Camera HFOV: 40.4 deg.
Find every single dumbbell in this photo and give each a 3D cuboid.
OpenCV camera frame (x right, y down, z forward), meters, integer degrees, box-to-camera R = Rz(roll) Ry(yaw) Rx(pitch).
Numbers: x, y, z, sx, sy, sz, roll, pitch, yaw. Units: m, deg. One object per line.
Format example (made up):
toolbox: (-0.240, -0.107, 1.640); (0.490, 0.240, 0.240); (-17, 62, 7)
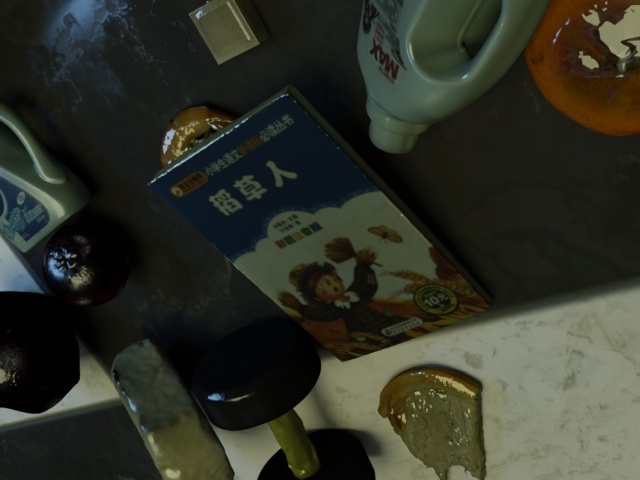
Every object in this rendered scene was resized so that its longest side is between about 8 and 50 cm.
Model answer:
dumbbell: (-0.055, 0.310, 1.425); (0.204, 0.203, 0.322); (-8, 118, 34)

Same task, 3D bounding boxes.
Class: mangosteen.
mangosteen: (-0.599, 0.215, 1.624); (0.288, 0.288, 0.233); (12, 105, 23)
mangosteen: (-0.394, 0.041, 1.484); (0.153, 0.152, 0.152); (16, 129, 20)

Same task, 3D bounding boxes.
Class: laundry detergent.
laundry detergent: (-0.527, -0.130, 1.451); (0.215, 0.105, 0.280); (-28, 103, 43)
laundry detergent: (0.125, -0.243, 0.930); (0.264, 0.125, 0.397); (58, 152, 33)

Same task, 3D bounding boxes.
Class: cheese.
cheese: (-0.258, 0.314, 1.504); (0.317, 0.115, 0.326); (61, 164, 7)

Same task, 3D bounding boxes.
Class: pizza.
pizza: (0.185, 0.306, 1.397); (0.181, 0.034, 0.262); (1, 123, 29)

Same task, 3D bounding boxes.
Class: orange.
orange: (0.310, -0.204, 0.861); (0.224, 0.170, 0.224); (16, 128, 22)

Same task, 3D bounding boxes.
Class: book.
book: (0.000, 0.000, 1.224); (0.300, 0.039, 0.428); (-26, 119, 40)

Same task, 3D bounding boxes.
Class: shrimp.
shrimp: (-0.128, -0.112, 1.260); (0.249, 0.068, 0.150); (17, 121, 17)

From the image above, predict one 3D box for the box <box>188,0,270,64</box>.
box: (-0.121, -0.286, 1.146); (0.079, 0.035, 0.083); (-16, 112, 37)
